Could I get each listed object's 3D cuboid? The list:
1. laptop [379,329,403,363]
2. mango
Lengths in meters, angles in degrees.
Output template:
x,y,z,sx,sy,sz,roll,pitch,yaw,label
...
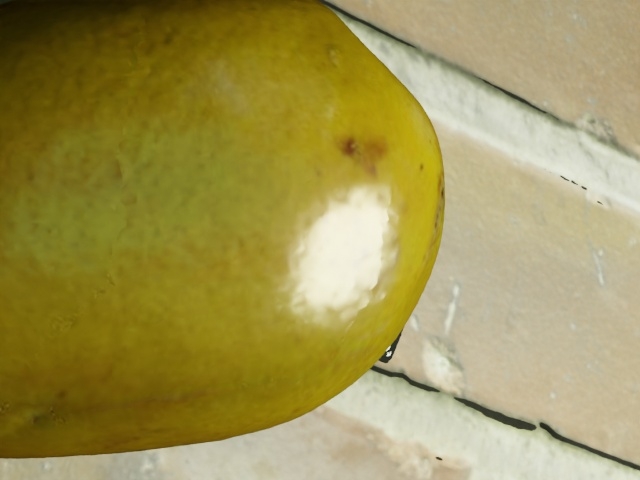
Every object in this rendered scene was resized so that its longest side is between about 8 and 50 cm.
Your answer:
x,y,z,sx,sy,sz,roll,pitch,yaw,label
0.000,0.000,1.137,0.180,0.016,0.129,26,72,-22,laptop
-0.134,-0.008,0.949,0.446,0.232,0.300,-15,95,-18,mango
